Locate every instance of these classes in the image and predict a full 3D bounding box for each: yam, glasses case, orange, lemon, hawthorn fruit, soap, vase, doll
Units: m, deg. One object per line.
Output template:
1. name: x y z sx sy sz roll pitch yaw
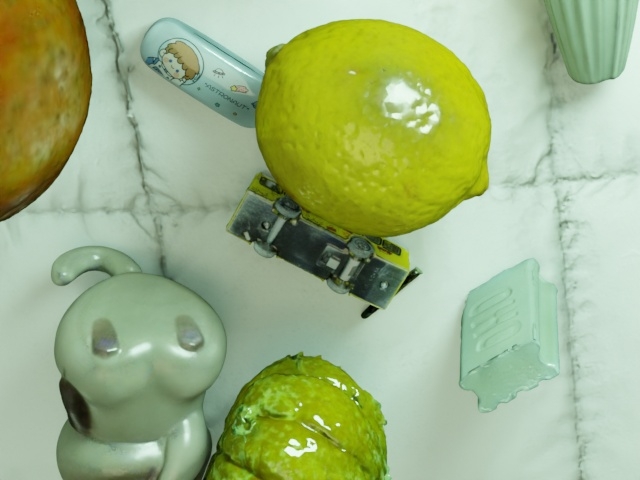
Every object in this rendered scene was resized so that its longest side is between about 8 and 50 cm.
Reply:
1. yam: 0.089 0.068 2.039 0.014 0.014 0.107 42 118 -14
2. glasses case: -0.132 -0.200 1.910 0.178 0.045 0.067 32 118 -8
3. orange: -0.035 0.304 2.023 0.223 0.300 0.301 25 111 1
4. lemon: 0.059 -0.127 1.806 0.267 0.267 0.267 4 119 7
5. hawthorn fruit: -0.458 -0.172 1.788 0.403 0.403 0.402 4 119 7
6. soap: 0.229 0.112 1.936 0.115 0.198 0.063 -31 111 21
7. vase: 0.298 -0.289 1.755 0.128 0.128 0.248 -3 126 11
8. doll: -0.238 0.207 2.057 0.215 0.226 0.370 -11 117 -24

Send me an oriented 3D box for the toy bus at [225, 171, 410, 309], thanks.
1. toy bus: 0.000 0.000 1.982 0.226 0.074 0.081 26 120 -6
